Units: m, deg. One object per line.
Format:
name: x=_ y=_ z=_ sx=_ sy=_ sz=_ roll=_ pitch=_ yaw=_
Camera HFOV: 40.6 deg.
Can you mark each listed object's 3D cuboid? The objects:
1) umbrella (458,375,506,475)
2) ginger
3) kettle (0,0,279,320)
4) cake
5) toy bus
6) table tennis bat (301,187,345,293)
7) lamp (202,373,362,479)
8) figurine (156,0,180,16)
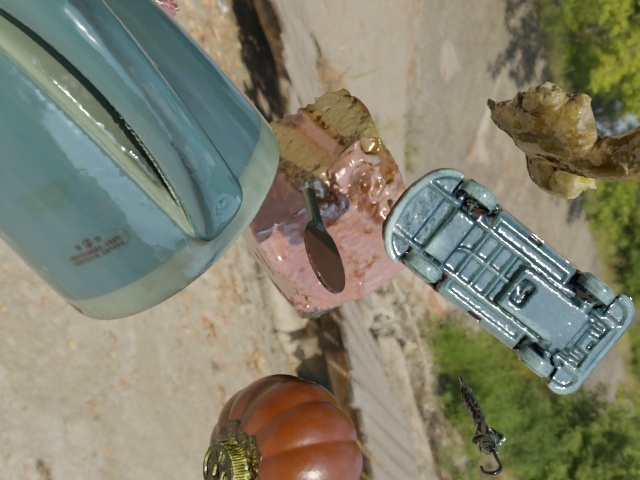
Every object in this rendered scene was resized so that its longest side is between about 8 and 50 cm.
umbrella: x=0.219 y=0.243 z=1.163 sx=0.269 sy=0.044 sz=0.044 roll=-82 pitch=163 yaw=-73
ginger: x=0.268 y=-0.106 z=0.868 sx=0.059 sy=0.214 sz=0.133 roll=-42 pitch=111 yaw=-32
kettle: x=-0.204 y=-0.127 z=0.692 sx=0.247 sy=0.319 sz=0.342 roll=-52 pitch=124 yaw=-20
cake: x=0.000 y=-0.064 z=1.614 sx=0.293 sy=0.306 sz=0.314 roll=54 pitch=-8 yaw=49
toy bus: x=0.180 y=0.031 z=0.893 sx=0.265 sy=0.121 sz=0.120 roll=37 pitch=6 yaw=-8
table tennis bat: x=0.000 y=0.000 z=1.184 sx=0.095 sy=0.014 sz=0.158 roll=26 pitch=45 yaw=-56
lamp: x=-0.045 y=0.279 z=1.077 sx=0.196 sy=0.223 sz=0.223 roll=4 pitch=65 yaw=-38
figurine: x=-0.203 y=-0.325 z=1.102 sx=0.054 sy=0.072 sz=0.129 roll=143 pitch=-49 yaw=-75
